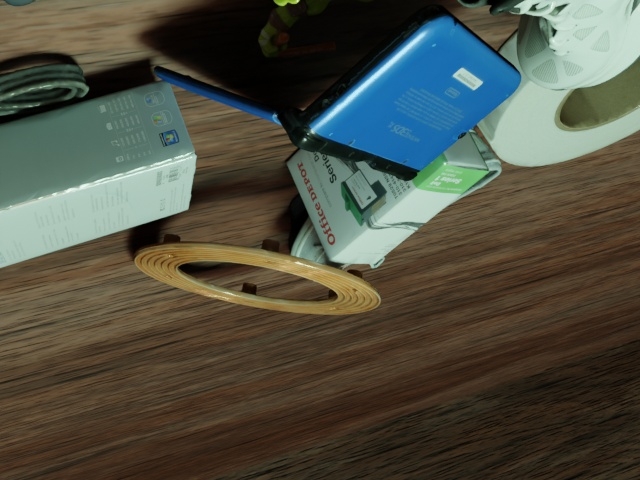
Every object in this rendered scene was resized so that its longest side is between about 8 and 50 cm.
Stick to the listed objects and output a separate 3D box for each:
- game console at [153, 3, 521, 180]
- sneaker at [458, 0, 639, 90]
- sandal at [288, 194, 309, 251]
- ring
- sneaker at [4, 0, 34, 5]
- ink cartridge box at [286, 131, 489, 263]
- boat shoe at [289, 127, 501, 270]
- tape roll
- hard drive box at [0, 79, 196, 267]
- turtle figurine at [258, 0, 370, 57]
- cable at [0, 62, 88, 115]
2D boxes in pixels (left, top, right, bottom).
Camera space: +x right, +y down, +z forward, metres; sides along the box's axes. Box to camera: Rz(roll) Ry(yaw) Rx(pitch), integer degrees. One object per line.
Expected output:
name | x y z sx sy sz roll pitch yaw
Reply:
game console | 0.029 -0.166 1.028 0.250 0.173 0.293 -40 162 18
sneaker | 0.208 -0.261 0.962 0.258 0.169 0.447 -21 163 -15
sandal | -0.001 0.000 1.525 0.097 0.054 0.254 -23 158 -1
ring | -0.084 0.046 1.377 0.337 0.032 0.336 8 166 2
sneaker | -0.289 -0.239 0.655 0.121 0.111 0.300 -20 155 18
ink cartridge box | 0.076 -0.091 1.256 0.093 0.160 0.219 2 146 -45
boat shoe | 0.098 -0.042 1.413 0.320 0.103 0.118 -36 149 5
tape roll | 0.392 -0.235 1.370 0.392 0.072 0.392 -21 158 -9
hard drive box | -0.254 -0.062 1.045 0.232 0.089 0.181 -18 168 -15
turtle figurine | 0.030 -0.258 0.922 0.270 0.087 0.217 -26 176 17
cable | -0.349 -0.109 0.905 0.287 0.072 0.139 -3 155 -42
